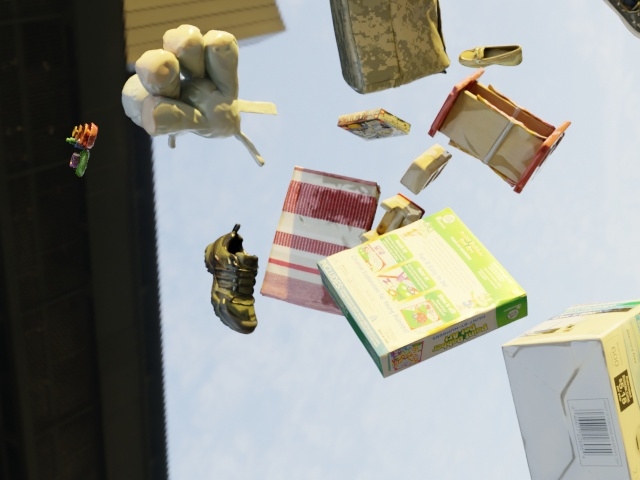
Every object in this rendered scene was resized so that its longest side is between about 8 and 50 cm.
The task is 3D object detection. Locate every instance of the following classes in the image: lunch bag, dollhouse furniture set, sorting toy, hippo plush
[{"bbox_3d":[0.169,-0.514,2.276,0.256,0.212,0.305,-14,-67,-6],"label":"lunch bag"},{"bbox_3d":[0.263,-0.104,1.768,0.152,0.201,0.374,-37,-20,-56],"label":"dollhouse furniture set"},{"bbox_3d":[-0.437,-0.169,1.735,0.042,0.061,0.102,16,-74,-22],"label":"sorting toy"},{"bbox_3d":[-0.263,-0.300,1.914,0.294,0.236,0.234,14,-90,-32],"label":"hippo plush"}]

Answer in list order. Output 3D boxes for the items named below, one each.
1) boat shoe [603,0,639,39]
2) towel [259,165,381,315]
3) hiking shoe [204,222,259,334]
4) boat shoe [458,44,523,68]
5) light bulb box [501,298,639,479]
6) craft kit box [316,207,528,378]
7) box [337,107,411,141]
[{"bbox_3d":[0.538,-0.394,1.646,0.049,0.142,0.040,-48,0,-8],"label":"boat shoe"},{"bbox_3d":[0.000,0.000,2.301,0.037,0.237,0.329,25,-101,-66],"label":"towel"},{"bbox_3d":[-0.171,0.079,1.960,0.086,0.227,0.114,2,-34,-40],"label":"hiking shoe"},{"bbox_3d":[0.403,-0.443,2.282,0.048,0.153,0.056,68,-147,-54],"label":"boat shoe"},{"bbox_3d":[0.587,0.330,1.996,0.361,0.225,0.358,-17,-85,-50],"label":"light bulb box"},{"bbox_3d":[0.153,0.073,1.500,0.246,0.250,0.061,-24,-49,-8],"label":"craft kit box"},{"bbox_3d":[0.115,-0.249,2.075,0.094,0.137,0.027,22,-105,-37],"label":"box"}]
